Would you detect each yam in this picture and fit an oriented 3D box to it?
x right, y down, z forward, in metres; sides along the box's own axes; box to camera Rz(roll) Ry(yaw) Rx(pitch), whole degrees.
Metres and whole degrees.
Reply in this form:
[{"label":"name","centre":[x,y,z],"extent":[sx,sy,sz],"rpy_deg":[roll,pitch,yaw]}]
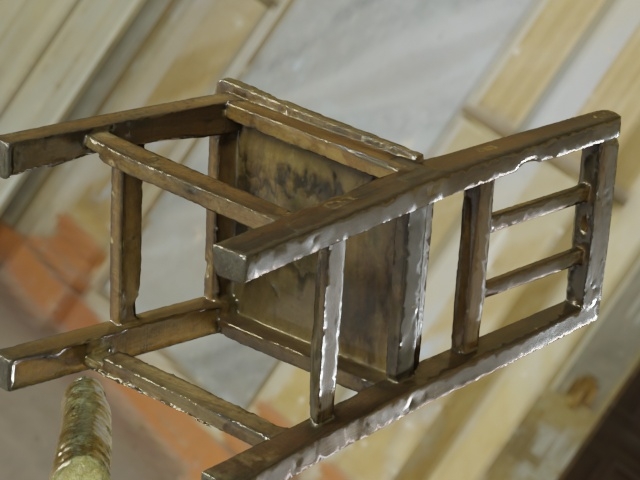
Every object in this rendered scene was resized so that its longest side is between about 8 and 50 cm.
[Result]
[{"label":"yam","centre":[-0.237,0.198,1.651],"extent":[0.061,0.061,0.274],"rpy_deg":[34,6,-12]}]

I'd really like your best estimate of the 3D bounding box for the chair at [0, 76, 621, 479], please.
[{"label":"chair","centre":[0.000,0.000,1.201],"extent":[0.240,0.203,0.416],"rpy_deg":[20,27,37]}]
